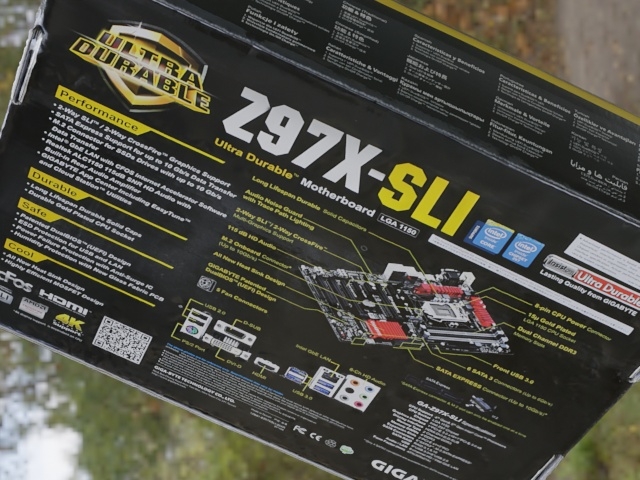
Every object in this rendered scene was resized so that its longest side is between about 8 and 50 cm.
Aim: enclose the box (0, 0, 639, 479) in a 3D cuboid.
[{"bbox_3d":[0.000,0.000,0.729,0.257,0.322,0.079,120,172,-45],"label":"box"}]
